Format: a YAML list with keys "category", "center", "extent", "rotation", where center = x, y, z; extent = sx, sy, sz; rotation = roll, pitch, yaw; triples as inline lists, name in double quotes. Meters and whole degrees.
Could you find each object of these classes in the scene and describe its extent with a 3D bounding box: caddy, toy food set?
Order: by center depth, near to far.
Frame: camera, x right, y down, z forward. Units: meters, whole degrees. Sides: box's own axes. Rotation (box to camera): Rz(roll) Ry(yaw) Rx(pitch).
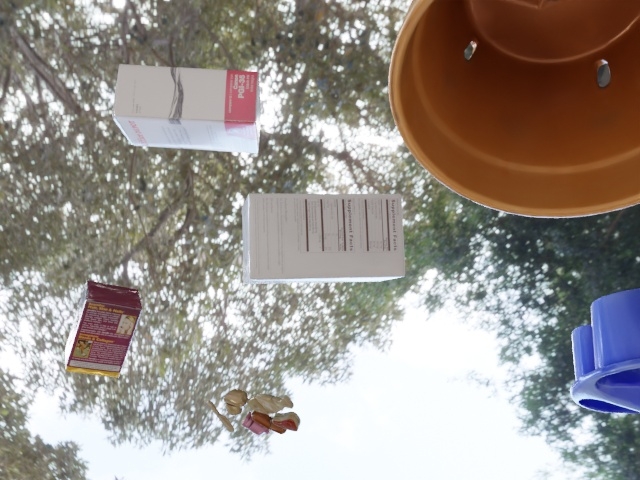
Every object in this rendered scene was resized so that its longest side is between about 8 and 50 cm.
- category: "toy food set"
  center: [-0.068, 0.197, 0.751]
  extent: [0.078, 0.122, 0.019]
  rotation: [61, -141, -29]
- category: "caddy"
  center: [0.575, 0.203, 1.058]
  extent: [0.341, 0.241, 0.179]
  rotation: [-1, -121, 3]

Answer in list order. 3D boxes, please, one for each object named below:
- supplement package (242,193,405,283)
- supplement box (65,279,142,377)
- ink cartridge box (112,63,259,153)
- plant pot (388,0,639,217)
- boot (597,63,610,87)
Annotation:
- category: "supplement package"
  center: [0.000, 0.000, 1.062]
  extent: [0.243, 0.139, 0.134]
  rotation: [0, -96, -10]
- category: "supplement box"
  center: [-0.217, 0.089, 0.653]
  extent: [0.054, 0.083, 0.043]
  rotation: [15, -162, -26]
- category: "ink cartridge box"
  center: [-0.271, -0.274, 1.386]
  extent: [0.282, 0.207, 0.117]
  rotation: [3, -99, -4]
- category: "plant pot"
  center: [0.218, -0.192, 0.600]
  extent: [0.290, 0.291, 0.204]
  rotation: [19, -129, -6]
- category: "boot"
  center: [0.522, -0.276, 0.993]
  extent: [0.444, 0.146, 0.367]
  rotation: [15, -127, -18]
